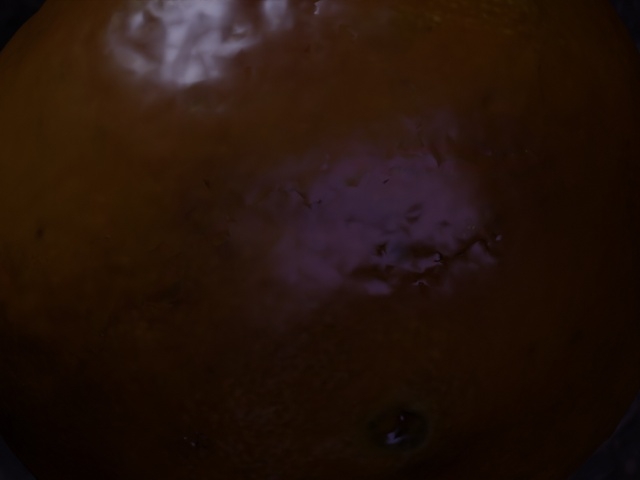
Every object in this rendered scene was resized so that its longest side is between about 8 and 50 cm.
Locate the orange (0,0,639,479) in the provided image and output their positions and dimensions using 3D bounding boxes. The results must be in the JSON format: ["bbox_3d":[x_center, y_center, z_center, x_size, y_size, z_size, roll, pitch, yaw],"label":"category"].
[{"bbox_3d":[0.000,0.000,0.624,0.284,0.226,0.284,-10,130,-12],"label":"orange"}]
